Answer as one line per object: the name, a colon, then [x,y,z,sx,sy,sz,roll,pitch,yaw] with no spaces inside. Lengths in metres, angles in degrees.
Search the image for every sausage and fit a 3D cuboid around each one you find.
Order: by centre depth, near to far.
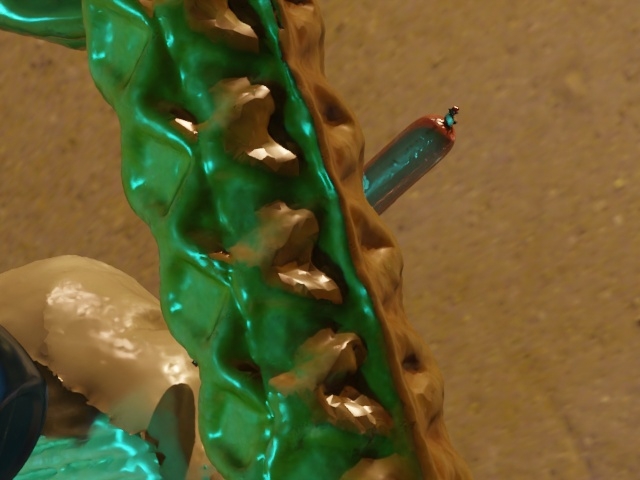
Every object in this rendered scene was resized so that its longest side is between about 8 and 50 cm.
sausage: [0.000,0.000,1.282,0.034,0.253,0.034,40,22,-19]

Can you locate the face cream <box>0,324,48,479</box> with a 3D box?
face cream: [-0.298,0.061,1.297,0.264,0.149,0.083,35,33,21]

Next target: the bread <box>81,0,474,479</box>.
bread: [-0.031,-0.047,0.646,0.084,0.077,0.367,-16,82,-20]

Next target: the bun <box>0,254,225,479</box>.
bun: [-0.148,0.181,1.463,0.211,0.360,0.359,-26,86,-48]

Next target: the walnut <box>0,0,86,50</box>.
walnut: [-0.137,-0.224,1.241,0.257,0.224,0.257,-5,52,6]
